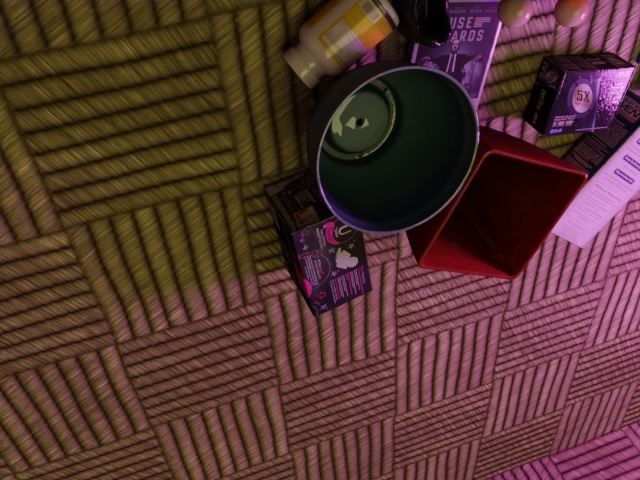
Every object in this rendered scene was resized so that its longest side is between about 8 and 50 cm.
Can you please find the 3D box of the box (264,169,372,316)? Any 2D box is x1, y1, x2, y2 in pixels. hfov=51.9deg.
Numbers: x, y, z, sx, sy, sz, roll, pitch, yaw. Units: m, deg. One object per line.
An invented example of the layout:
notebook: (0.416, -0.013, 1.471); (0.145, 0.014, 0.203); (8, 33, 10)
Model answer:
box: (0.000, 0.000, 1.327); (0.142, 0.163, 0.247); (-23, 135, -11)

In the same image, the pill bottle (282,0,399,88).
pill bottle: (0.030, -0.339, 1.088); (0.184, 0.103, 0.103); (-39, 134, 10)

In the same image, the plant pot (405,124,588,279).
plant pot: (0.309, -0.107, 1.327); (0.268, 0.235, 0.267); (8, 124, -29)

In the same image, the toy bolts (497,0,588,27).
toy bolts: (0.412, -0.436, 1.115); (0.229, 0.218, 0.158); (-3, 116, -13)

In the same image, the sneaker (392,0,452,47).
sneaker: (0.147, -0.434, 1.028); (0.109, 0.130, 0.286); (-29, 123, 5)

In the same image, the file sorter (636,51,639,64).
file sorter: (0.780, -0.414, 1.372); (0.171, 0.104, 0.118); (-10, 131, -16)

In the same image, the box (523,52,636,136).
box: (0.538, -0.305, 1.372); (0.180, 0.077, 0.147); (-8, 130, -19)

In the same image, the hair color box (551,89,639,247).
hair color box: (0.659, -0.159, 1.535); (0.174, 0.105, 0.347); (20, 118, -37)

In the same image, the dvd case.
dvd case: (0.242, -0.348, 1.231); (0.180, 0.029, 0.238); (-8, 132, -19)

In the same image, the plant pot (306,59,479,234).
plant pot: (0.097, -0.185, 1.152); (0.293, 0.196, 0.292); (-11, 123, -17)
